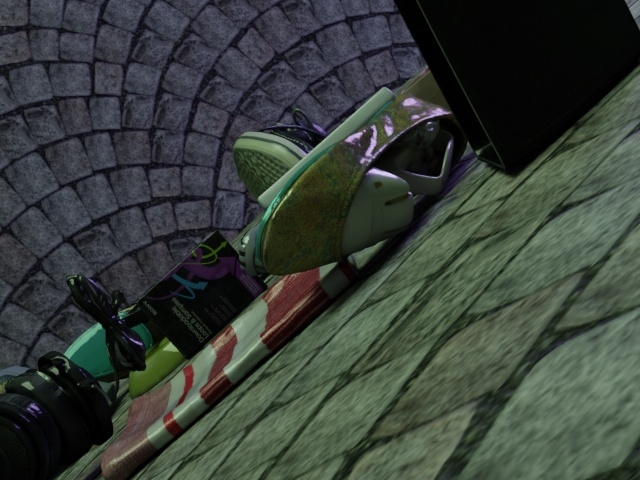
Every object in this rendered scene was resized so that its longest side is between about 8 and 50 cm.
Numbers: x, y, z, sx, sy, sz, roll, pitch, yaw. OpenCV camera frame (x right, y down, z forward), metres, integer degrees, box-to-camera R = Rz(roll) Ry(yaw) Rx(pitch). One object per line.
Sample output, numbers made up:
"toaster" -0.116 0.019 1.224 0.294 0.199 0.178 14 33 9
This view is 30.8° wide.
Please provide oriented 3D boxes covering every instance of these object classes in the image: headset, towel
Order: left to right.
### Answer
"headset" -0.347 0.195 1.342 0.394 0.185 0.243 -32 3 29
"towel" -0.096 0.120 1.266 0.329 0.037 0.237 -41 6 3

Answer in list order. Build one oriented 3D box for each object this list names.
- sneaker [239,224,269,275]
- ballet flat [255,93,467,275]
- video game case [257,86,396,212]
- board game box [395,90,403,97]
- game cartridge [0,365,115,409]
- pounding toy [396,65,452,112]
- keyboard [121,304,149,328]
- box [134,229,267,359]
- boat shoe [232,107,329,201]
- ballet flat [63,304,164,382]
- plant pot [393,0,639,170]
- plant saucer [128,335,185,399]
"sneaker" 0.000 0.000 1.489 0.098 0.083 0.224 14 30 36
"ballet flat" 0.061 -0.059 1.203 0.123 0.123 0.348 -37 4 38
"video game case" 0.026 -0.085 1.591 0.227 0.026 0.206 -42 -23 -7
"board game box" 0.123 -0.199 2.107 0.242 0.064 0.316 -43 6 -15
"game cartridge" -0.440 0.259 1.803 0.294 0.196 0.060 -94 11 -83
"pounding toy" 0.226 -0.241 1.555 0.206 0.094 0.181 -35 9 47
"keyboard" -0.173 0.066 1.873 0.317 0.033 0.201 -27 5 2
"box" -0.175 0.079 1.710 0.162 0.116 0.029 -43 7 -11
"boat shoe" -0.036 -0.119 1.893 0.156 0.186 0.500 -37 3 -4
"ballet flat" -0.290 0.153 2.026 0.342 0.116 0.124 -39 -24 -8
"plant pot" 0.186 -0.189 1.072 0.167 0.187 0.188 -28 6 2
"plant saucer" -0.219 0.156 1.834 0.241 0.037 0.241 -41 6 5
